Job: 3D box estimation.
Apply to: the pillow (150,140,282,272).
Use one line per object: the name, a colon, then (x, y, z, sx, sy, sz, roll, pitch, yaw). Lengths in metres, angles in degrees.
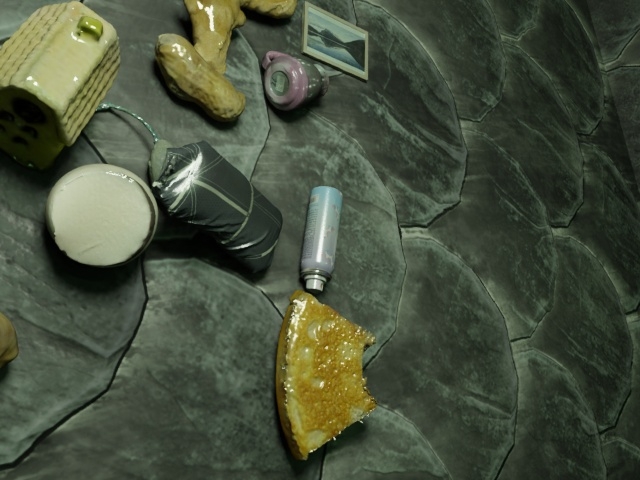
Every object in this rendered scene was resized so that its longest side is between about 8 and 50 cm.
pillow: (-0.179, -0.063, 1.069, 0.335, 0.093, 0.161, 46, 44, -48)

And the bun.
bun: (-0.358, -0.043, 0.953, 0.173, 0.120, 0.172, -3, 98, -19)

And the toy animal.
toy animal: (-0.310, -0.162, 1.062, 0.253, 0.070, 0.079, 57, 39, -6)

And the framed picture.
framed picture: (0.040, -0.502, 1.457, 0.203, 0.015, 0.150, 14, 69, -33)

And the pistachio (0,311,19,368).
pistachio: (-0.515, 0.131, 0.792, 0.185, 0.124, 0.124, 30, 60, -19)

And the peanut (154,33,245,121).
peanut: (-0.242, -0.317, 1.144, 0.214, 0.099, 0.099, 34, 59, -30)

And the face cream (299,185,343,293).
face cream: (0.000, 0.000, 1.239, 0.075, 0.075, 0.229, 21, 65, -31)

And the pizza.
pizza: (0.008, 0.265, 1.157, 0.223, 0.089, 0.323, 7, 74, -29)

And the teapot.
teapot: (-0.059, -0.359, 1.299, 0.146, 0.148, 0.116, -22, 126, -50)

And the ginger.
ginger: (-0.230, -0.555, 1.206, 0.363, 0.122, 0.348, 49, 44, -27)

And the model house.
model house: (-0.428, -0.252, 0.890, 0.175, 0.234, 0.193, 34, 57, -24)
